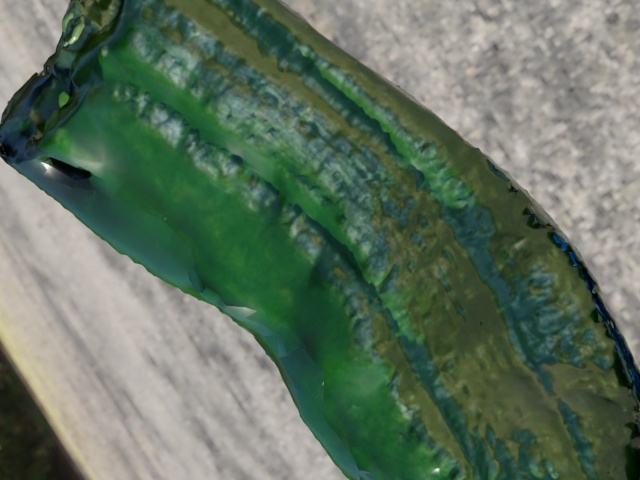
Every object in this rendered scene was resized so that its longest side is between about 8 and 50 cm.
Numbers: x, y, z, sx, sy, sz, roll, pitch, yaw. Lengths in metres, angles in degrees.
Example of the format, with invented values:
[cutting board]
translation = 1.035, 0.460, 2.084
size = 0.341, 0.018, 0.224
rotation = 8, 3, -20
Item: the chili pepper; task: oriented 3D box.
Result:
[chili pepper]
translation = 0.001, 0.000, 0.386
size = 0.224, 0.098, 0.061
rotation = 47, -166, 8
